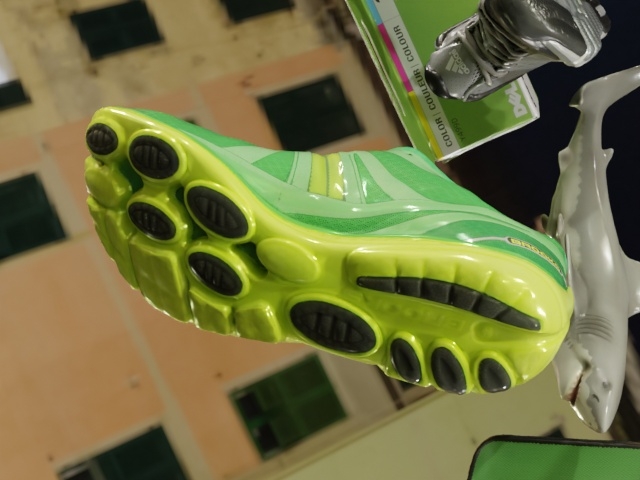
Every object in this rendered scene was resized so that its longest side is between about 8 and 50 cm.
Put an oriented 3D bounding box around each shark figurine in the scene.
[{"bbox_3d":[0.229,-0.001,1.147,0.166,0.116,0.278,-150,-118,-85],"label":"shark figurine"}]

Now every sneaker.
[{"bbox_3d":[0.128,-0.138,1.061,0.132,0.229,0.086,-29,-93,21],"label":"sneaker"},{"bbox_3d":[0.000,0.000,0.835,0.296,0.123,0.109,21,-63,15],"label":"sneaker"}]

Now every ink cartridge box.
[{"bbox_3d":[0.097,-0.161,1.190,0.097,0.255,0.188,-24,-83,11],"label":"ink cartridge box"}]

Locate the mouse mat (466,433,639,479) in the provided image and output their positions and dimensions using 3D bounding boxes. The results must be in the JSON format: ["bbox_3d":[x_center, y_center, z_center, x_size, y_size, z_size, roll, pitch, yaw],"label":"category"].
[{"bbox_3d":[0.122,0.164,0.677,0.190,0.007,0.152,-4,-117,49],"label":"mouse mat"}]
